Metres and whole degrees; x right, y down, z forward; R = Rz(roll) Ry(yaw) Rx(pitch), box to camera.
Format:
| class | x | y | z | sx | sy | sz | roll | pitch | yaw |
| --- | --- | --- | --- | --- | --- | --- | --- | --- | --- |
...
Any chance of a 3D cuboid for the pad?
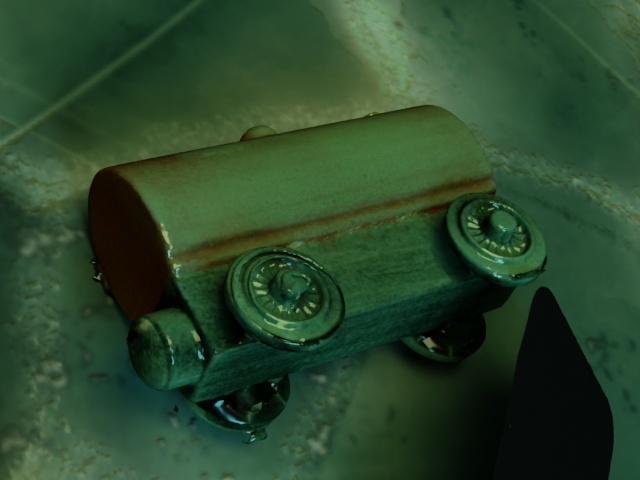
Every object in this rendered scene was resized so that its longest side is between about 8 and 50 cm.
| class | x | y | z | sx | sy | sz | roll | pitch | yaw |
| --- | --- | --- | --- | --- | --- | --- | --- | --- | --- |
| pad | 0.073 | 0.118 | 0.778 | 0.323 | 0.055 | 0.250 | 40 | 50 | -28 |

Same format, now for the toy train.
| class | x | y | z | sx | sy | sz | roll | pitch | yaw |
| --- | --- | --- | --- | --- | --- | --- | --- | --- | --- |
| toy train | 0.000 | 0.000 | 0.844 | 0.285 | 0.116 | 0.177 | -15 | 60 | -33 |
